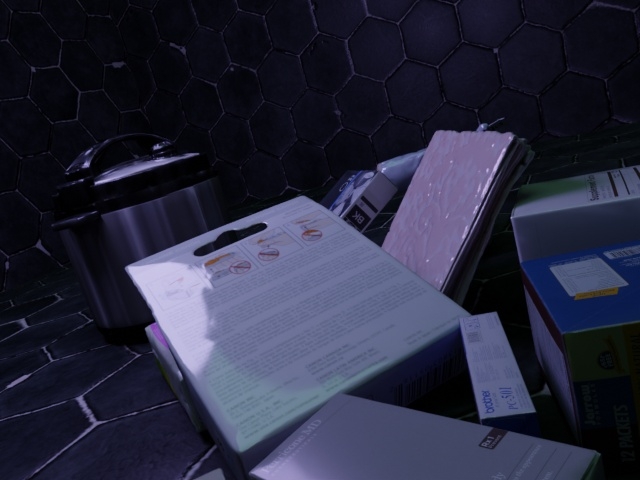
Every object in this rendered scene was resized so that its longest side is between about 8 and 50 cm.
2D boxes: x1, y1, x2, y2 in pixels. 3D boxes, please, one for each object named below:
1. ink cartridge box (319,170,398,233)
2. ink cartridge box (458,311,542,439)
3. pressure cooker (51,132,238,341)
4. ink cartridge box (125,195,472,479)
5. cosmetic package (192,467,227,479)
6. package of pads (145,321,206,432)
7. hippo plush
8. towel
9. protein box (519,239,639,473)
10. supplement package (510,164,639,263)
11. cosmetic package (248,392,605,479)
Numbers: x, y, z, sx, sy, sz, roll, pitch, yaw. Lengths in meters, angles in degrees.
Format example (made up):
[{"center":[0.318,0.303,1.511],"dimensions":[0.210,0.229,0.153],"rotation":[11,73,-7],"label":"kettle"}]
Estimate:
[{"center":[0.000,0.000,1.131],"dimensions":[0.332,0.065,0.165],"rotation":[-51,20,-8],"label":"ink cartridge box"},{"center":[0.170,0.152,0.543],"dimensions":[0.046,0.097,0.207],"rotation":[-12,12,12],"label":"ink cartridge box"},{"center":[-0.379,-0.032,1.279],"dimensions":[0.376,0.420,0.370],"rotation":[-20,14,-17],"label":"pressure cooker"},{"center":[-0.047,0.094,0.744],"dimensions":[0.308,0.091,0.385],"rotation":[-24,37,-23],"label":"ink cartridge box"},{"center":[-0.162,0.269,0.286],"dimensions":[0.310,0.160,0.113],"rotation":[-21,14,-19],"label":"cosmetic package"},{"center":[-0.127,0.157,0.875],"dimensions":[0.229,0.101,0.297],"rotation":[-21,14,-23],"label":"package of pads"},{"center":[0.283,-0.091,1.179],"dimensions":[0.294,0.236,0.234],"rotation":[-17,4,38],"label":"hippo plush"},{"center":[0.186,-0.021,0.900],"dimensions":[0.054,0.316,0.332],"rotation":[22,9,-10],"label":"towel"},{"center":[0.318,0.091,0.540],"dimensions":[0.200,0.135,0.201],"rotation":[-12,13,13],"label":"protein box"},{"center":[0.410,0.005,0.714],"dimensions":[0.293,0.177,0.175],"rotation":[-10,14,26],"label":"supplement package"},{"center":[0.074,0.203,0.424],"dimensions":[0.238,0.107,0.127],"rotation":[0,23,42],"label":"cosmetic package"}]
